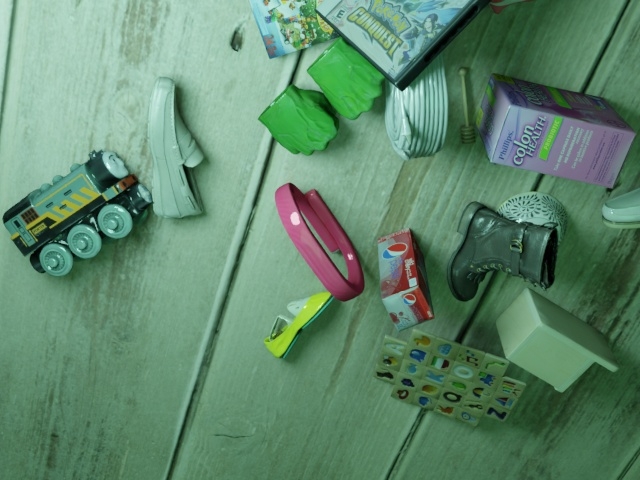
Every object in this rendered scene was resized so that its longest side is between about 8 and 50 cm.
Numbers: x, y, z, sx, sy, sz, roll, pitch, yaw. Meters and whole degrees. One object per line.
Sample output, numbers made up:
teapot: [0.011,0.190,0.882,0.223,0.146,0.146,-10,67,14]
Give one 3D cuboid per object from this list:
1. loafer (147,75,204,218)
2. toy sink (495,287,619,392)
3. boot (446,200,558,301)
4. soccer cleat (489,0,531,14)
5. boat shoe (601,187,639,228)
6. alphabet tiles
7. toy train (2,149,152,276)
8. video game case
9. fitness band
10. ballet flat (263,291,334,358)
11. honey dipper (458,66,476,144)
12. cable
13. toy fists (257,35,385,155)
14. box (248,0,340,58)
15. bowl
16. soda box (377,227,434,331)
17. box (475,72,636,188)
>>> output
loafer: [-0.301,-0.190,1.560,0.111,0.112,0.320,1,126,-3]
toy sink: [0.542,0.245,1.719,0.234,0.153,0.131,29,116,-13]
boot: [0.392,0.053,1.584,0.091,0.229,0.263,-19,124,-37]
soccer cleat: [0.425,-0.503,1.380,0.248,0.083,0.095,-19,145,7]
boat shoe: [0.733,-0.110,1.551,0.302,0.113,0.103,-16,115,-1]
alphabet tiles: [0.302,0.334,1.780,0.342,0.011,0.285,18,137,9]
toy train: [-0.533,-0.058,1.627,0.334,0.142,0.190,-30,103,17]
video game case: [0.148,-0.429,1.306,0.248,0.275,0.035,-45,144,9]
fitness band: [0.000,0.000,1.582,0.054,0.209,0.291,-29,112,18]
ballet flat: [-0.060,0.190,1.768,0.077,0.077,0.231,39,116,2]
honey dipper: [0.298,-0.277,1.525,0.030,0.030,0.161,-8,113,7]
cable: [0.177,-0.283,1.399,0.089,0.257,0.257,-2,101,-2]
toy fists: [0.010,-0.281,1.487,0.142,0.096,0.279,44,120,-14]
box: [-0.061,-0.486,1.421,0.159,0.044,0.233,-15,116,11]
bowl: [0.465,-0.015,1.625,0.170,0.080,0.170,1,117,2]
soda box: [0.179,0.077,1.583,0.083,0.263,0.092,-23,115,14]
box: [0.447,-0.218,1.442,0.242,0.213,0.117,11,118,-2]
